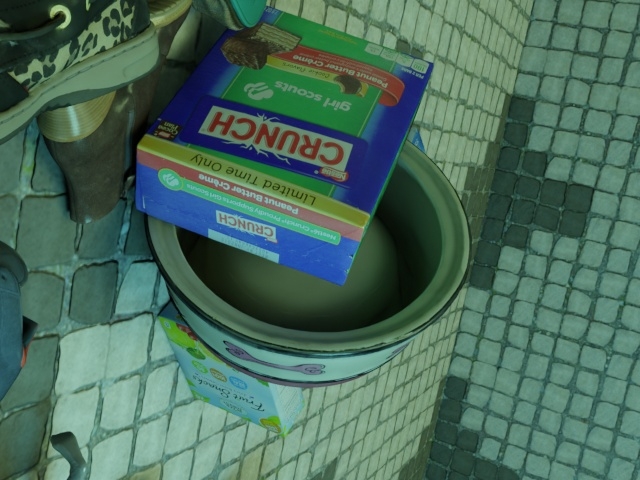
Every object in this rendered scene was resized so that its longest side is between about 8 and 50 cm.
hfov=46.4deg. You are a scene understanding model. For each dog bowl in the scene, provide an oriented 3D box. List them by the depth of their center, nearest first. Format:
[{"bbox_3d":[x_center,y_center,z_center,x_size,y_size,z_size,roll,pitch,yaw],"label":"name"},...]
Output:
[{"bbox_3d":[-0.021,0.010,0.980,0.408,0.408,0.150,-53,165,-38],"label":"dog bowl"}]

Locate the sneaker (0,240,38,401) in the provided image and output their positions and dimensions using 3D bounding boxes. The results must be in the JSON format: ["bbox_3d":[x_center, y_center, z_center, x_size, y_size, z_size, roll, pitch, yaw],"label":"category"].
[{"bbox_3d":[-0.328,0.029,0.614,0.350,0.131,0.148,99,18,-56],"label":"sneaker"}]

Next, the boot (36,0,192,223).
[{"bbox_3d":[-0.221,-0.162,0.835,0.207,0.090,0.248,97,20,-49],"label":"boot"}]

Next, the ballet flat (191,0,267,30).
[{"bbox_3d":[-0.139,-0.347,0.808,0.107,0.106,0.316,-58,163,-20],"label":"ballet flat"}]

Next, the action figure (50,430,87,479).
[{"bbox_3d":[-0.332,0.431,0.807,0.341,0.178,0.330,-45,132,-52],"label":"action figure"}]

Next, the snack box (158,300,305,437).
[{"bbox_3d":[-0.124,0.178,1.086,0.070,0.174,0.207,-54,148,-34],"label":"snack box"}]

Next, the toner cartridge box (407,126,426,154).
[{"bbox_3d":[0.100,-0.025,1.356,0.348,0.075,0.165,-67,155,-17],"label":"toner cartridge box"}]

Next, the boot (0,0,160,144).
[{"bbox_3d":[-0.240,-0.215,0.483,0.377,0.138,0.284,-42,141,-54],"label":"boot"}]

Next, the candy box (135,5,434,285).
[{"bbox_3d":[-0.035,-0.132,0.916,0.122,0.268,0.317,103,9,-51],"label":"candy box"}]
